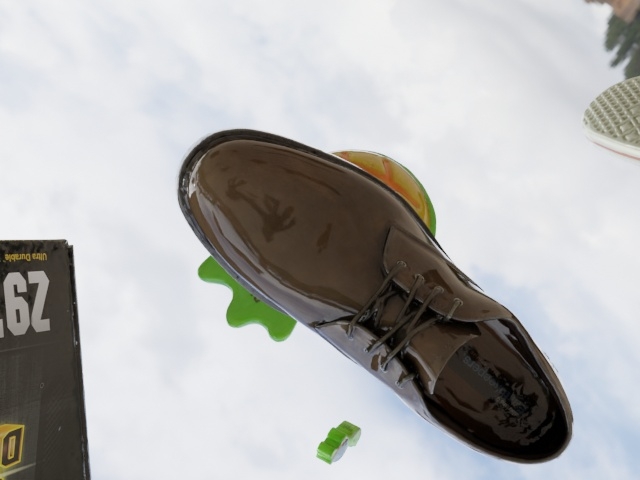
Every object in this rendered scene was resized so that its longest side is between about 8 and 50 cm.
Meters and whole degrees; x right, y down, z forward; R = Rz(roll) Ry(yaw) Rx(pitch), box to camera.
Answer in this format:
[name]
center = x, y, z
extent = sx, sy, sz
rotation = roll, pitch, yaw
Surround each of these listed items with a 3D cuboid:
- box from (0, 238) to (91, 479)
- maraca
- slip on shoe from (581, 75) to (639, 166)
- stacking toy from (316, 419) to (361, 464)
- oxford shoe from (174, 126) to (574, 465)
[box]
center = -0.264, 0.129, 0.583
extent = 0.322, 0.079, 0.257
rotation = 0, -97, -69
[maraca]
center = 0.000, 0.000, 0.721
extent = 0.186, 0.099, 0.127
rotation = -29, -111, -16
[slip on shoe]
center = 0.398, -0.078, 0.911
extent = 0.331, 0.123, 0.101
rotation = 22, 152, 40
[stacking toy]
center = 0.035, 0.271, 0.818
extent = 0.167, 0.052, 0.221
rotation = 21, -124, 28
[oxford shoe]
center = 0.033, 0.024, 0.444
extent = 0.227, 0.082, 0.096
rotation = 35, -178, -10
